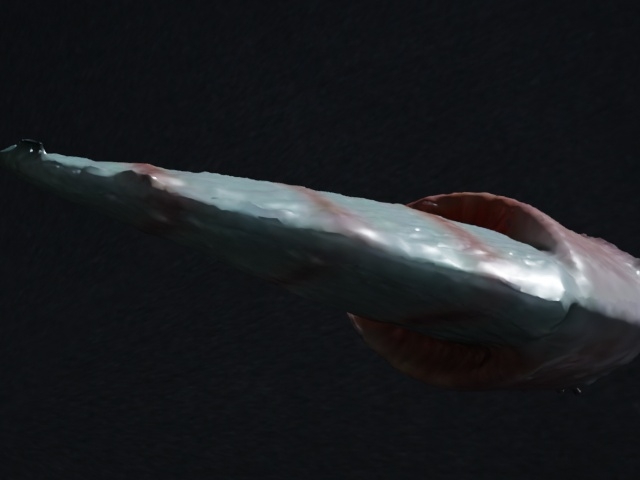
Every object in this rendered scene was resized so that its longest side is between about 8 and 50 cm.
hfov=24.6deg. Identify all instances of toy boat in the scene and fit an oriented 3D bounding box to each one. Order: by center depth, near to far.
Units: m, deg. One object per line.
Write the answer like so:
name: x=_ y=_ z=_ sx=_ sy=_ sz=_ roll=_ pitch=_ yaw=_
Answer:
toy boat: x=0.000 y=0.000 z=0.656 sx=0.282 sy=0.206 sz=0.096 roll=19 pitch=-92 yaw=-21
